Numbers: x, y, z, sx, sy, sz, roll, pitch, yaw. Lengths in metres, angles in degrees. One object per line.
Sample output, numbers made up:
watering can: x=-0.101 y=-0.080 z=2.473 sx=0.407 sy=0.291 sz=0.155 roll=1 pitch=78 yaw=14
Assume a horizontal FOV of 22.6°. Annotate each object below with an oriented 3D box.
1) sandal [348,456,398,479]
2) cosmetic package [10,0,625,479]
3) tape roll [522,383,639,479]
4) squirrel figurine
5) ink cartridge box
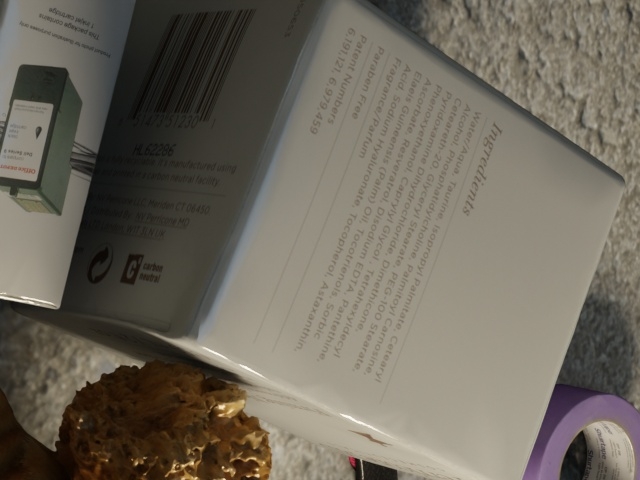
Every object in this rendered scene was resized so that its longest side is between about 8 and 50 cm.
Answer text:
sandal: x=0.053 y=0.219 z=1.720 sx=0.067 sy=0.040 sz=0.179 roll=-13 pitch=117 yaw=-29
cosmetic package: x=0.000 y=0.000 z=1.473 sx=0.394 sy=0.329 sz=0.327 roll=29 pitch=76 yaw=-34
tape roll: x=0.297 y=0.267 z=1.874 sx=0.189 sy=0.080 sz=0.189 roll=-3 pitch=95 yaw=-37
squirrel figurine: x=-0.230 y=0.236 z=1.359 sx=0.397 sy=0.281 sz=0.370 roll=-23 pitch=89 yaw=-6
ink cartridge box: x=-0.280 y=-0.102 z=1.332 sx=0.121 sy=0.211 sz=0.289 roll=16 pitch=86 yaw=-38
